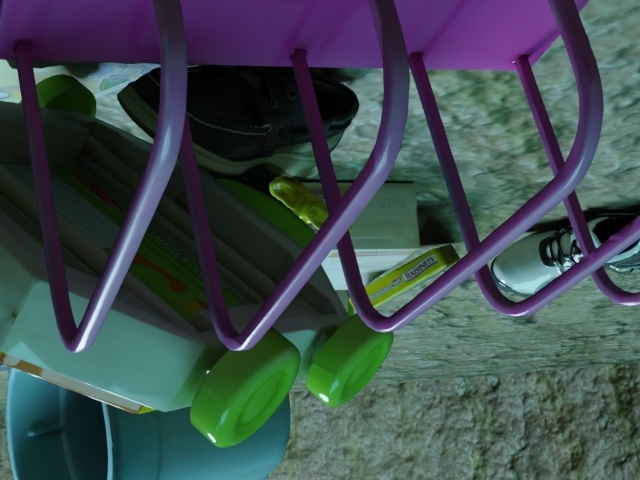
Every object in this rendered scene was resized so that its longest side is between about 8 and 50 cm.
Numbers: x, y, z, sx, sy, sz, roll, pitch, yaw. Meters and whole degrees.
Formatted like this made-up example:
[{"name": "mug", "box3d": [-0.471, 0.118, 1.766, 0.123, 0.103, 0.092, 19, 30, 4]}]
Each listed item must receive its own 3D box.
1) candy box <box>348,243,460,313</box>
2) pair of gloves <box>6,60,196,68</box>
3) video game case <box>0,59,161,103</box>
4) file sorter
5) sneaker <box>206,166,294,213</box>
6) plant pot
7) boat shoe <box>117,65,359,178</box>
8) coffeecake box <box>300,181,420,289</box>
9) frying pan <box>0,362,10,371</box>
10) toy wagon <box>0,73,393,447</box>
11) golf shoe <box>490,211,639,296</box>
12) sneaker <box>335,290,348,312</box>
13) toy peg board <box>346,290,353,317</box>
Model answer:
[{"name": "candy box", "box3d": [0.096, 0.040, 1.183, 0.105, 0.027, 0.206, -33, 175, 10]}, {"name": "pair of gloves", "box3d": [-0.074, -0.140, 0.501, 0.204, 0.042, 0.240, -6, 161, -6]}, {"name": "video game case", "box3d": [-0.225, -0.116, 0.649, 0.227, 0.026, 0.206, -13, 163, 34]}, {"name": "file sorter", "box3d": [0.037, -0.071, 0.433, 0.290, 0.182, 0.202, -3, 154, -25]}, {"name": "sneaker", "box3d": [-0.108, -0.041, 0.937, 0.170, 0.051, 0.089, 16, 157, -42]}, {"name": "plant pot", "box3d": [-0.248, 0.265, 1.628, 0.334, 0.341, 0.341, -3, 169, -40]}, {"name": "boat shoe", "box3d": [-0.042, -0.088, 0.689, 0.073, 0.080, 0.223, -49, 161, 17]}, {"name": "coffeecake box", "box3d": [0.000, 0.000, 1.079, 0.142, 0.068, 0.185, 0, 166, -16]}, {"name": "frying pan", "box3d": [-0.466, 0.205, 1.858, 0.197, 0.053, 0.326, -2, 163, -1]}, {"name": "toy wagon", "box3d": [-0.085, -0.001, 0.611, 0.267, 0.068, 0.344, 38, -165, 20]}, {"name": "golf shoe", "box3d": [0.277, 0.004, 1.184, 0.198, 0.077, 0.094, -14, 153, 15]}, {"name": "sneaker", "box3d": [-0.101, 0.056, 1.230, 0.256, 0.094, 0.151, 16, 154, -33]}, {"name": "toy peg board", "box3d": [-0.029, 0.072, 1.346, 0.160, 0.079, 0.161, -2, 166, -7]}]
